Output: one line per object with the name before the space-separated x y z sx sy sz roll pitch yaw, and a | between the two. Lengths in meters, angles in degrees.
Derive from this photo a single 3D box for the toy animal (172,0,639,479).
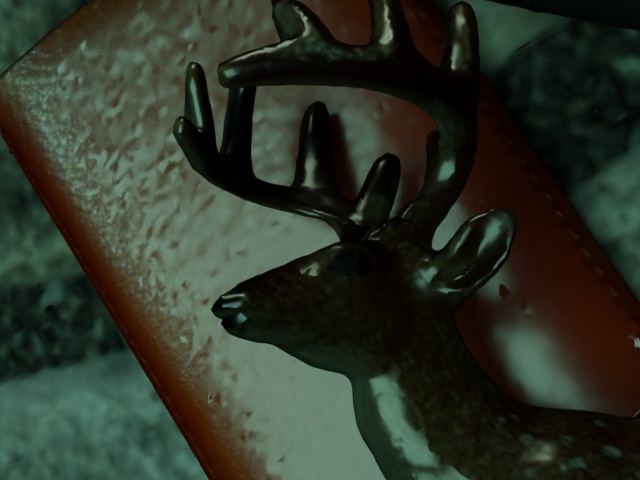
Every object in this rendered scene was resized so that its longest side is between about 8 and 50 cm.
toy animal | 0.078 0.065 0.472 0.243 0.087 0.260 4 71 -12

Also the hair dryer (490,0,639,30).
hair dryer | 0.074 -0.160 0.508 0.173 0.050 0.195 12 90 12

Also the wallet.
wallet | 0.000 0.000 0.557 0.142 0.045 0.204 -36 77 11
